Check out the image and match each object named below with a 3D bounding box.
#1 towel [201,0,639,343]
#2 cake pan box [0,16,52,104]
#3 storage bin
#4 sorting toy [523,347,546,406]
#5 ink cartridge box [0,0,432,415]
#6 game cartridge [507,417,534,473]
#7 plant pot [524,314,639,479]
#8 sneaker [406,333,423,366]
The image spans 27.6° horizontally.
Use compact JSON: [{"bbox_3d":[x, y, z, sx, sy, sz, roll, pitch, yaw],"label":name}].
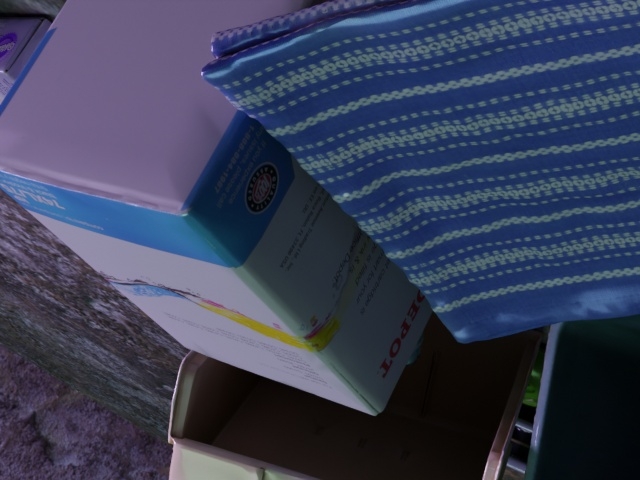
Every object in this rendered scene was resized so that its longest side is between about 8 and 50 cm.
[{"bbox_3d":[0.118,-0.032,0.735,0.243,0.040,0.336,-9,148,29],"label":"towel"},{"bbox_3d":[-0.255,-0.108,1.232,0.246,0.070,0.267,14,157,44],"label":"cake pan box"},{"bbox_3d":[0.033,0.146,1.114,0.262,0.123,0.260,15,-159,11],"label":"storage bin"},{"bbox_3d":[0.150,0.155,1.259,0.366,0.126,0.127,25,162,13],"label":"sorting toy"},{"bbox_3d":[-0.046,-0.044,0.880,0.197,0.198,0.270,14,157,36],"label":"ink cartridge box"},{"bbox_3d":[0.226,0.227,1.392,0.294,0.060,0.196,23,170,6],"label":"game cartridge"},{"bbox_3d":[0.321,0.186,0.934,0.252,0.247,0.248,16,169,-27],"label":"plant pot"},{"bbox_3d":[0.000,0.000,1.128,0.110,0.122,0.283,-9,-152,-34],"label":"sneaker"}]
